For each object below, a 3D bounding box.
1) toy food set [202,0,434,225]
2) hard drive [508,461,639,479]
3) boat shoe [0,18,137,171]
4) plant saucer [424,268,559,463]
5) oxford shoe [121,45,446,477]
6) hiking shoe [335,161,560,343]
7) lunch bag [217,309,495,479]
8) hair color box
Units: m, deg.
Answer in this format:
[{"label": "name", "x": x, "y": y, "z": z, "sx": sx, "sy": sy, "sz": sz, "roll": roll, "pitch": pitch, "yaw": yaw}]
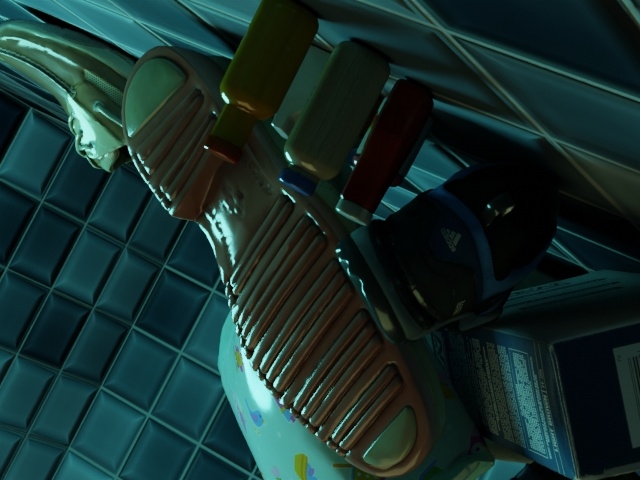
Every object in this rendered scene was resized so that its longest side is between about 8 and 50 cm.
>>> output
[{"label": "toy food set", "x": 0.005, "y": -0.070, "z": 1.103, "sx": 0.111, "sy": 0.104, "sz": 0.232, "roll": 27, "pitch": 176, "yaw": 13}, {"label": "hard drive", "x": 0.284, "y": 0.296, "z": 1.270, "sx": 0.339, "sy": 0.064, "sz": 0.237, "roll": 45, "pitch": -164, "yaw": 14}, {"label": "boat shoe", "x": -0.216, "y": -0.132, "z": 1.749, "sx": 0.324, "sy": 0.116, "sz": 0.123, "roll": 27, "pitch": 176, "yaw": 9}, {"label": "plant saucer", "x": 0.148, "y": 0.086, "z": 1.665, "sx": 0.400, "sy": 0.100, "sz": 0.400, "roll": 11, "pitch": -160, "yaw": -4}, {"label": "oxford shoe", "x": 0.000, "y": 0.000, "z": 1.267, "sx": 0.146, "sy": 0.140, "sz": 0.397, "roll": -4, "pitch": -125, "yaw": -46}, {"label": "hiking shoe", "x": 0.123, "y": 0.002, "z": 1.191, "sx": 0.113, "sy": 0.132, "sz": 0.304, "roll": 61, "pitch": -160, "yaw": 0}, {"label": "lunch bag", "x": 0.011, "y": 0.158, "z": 1.426, "sx": 0.223, "sy": 0.160, "sz": 0.262, "roll": 60, "pitch": 157, "yaw": 16}, {"label": "hair color box", "x": 0.213, "y": 0.096, "z": 1.294, "sx": 0.174, "sy": 0.105, "sz": 0.347, "roll": -12, "pitch": -176, "yaw": -10}]
